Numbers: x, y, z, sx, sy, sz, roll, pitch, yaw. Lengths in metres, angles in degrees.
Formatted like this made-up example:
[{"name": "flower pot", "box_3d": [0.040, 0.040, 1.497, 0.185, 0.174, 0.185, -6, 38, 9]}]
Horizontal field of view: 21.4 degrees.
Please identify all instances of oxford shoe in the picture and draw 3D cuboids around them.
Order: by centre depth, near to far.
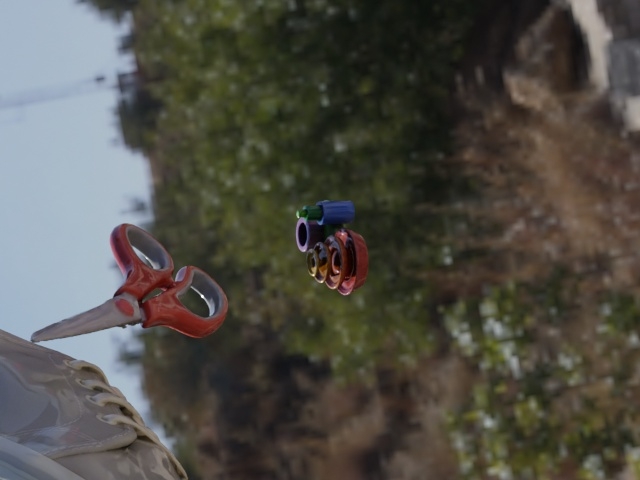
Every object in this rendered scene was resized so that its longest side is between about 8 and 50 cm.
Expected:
[{"name": "oxford shoe", "box_3d": [-0.166, 0.153, 1.157, 0.449, 0.130, 0.169, 21, 149, 42]}]

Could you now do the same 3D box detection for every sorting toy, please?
[{"name": "sorting toy", "box_3d": [0.000, 0.000, 1.241, 0.102, 0.042, 0.061, -135, 48, -59]}]

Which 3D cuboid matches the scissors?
[{"name": "scissors", "box_3d": [-0.124, 0.052, 1.178, 0.109, 0.021, 0.297, 42, -167, -6]}]
